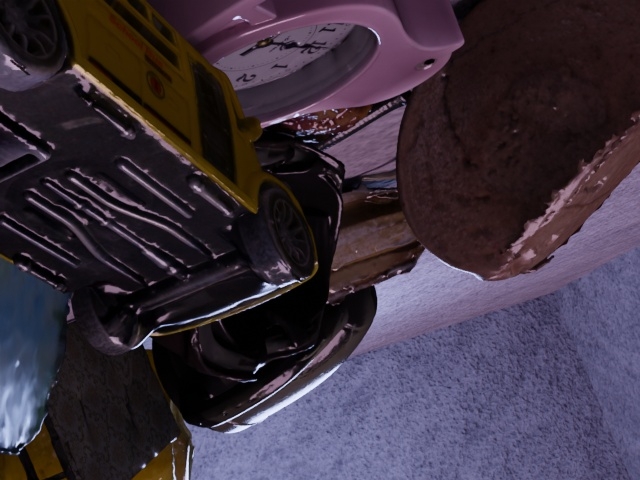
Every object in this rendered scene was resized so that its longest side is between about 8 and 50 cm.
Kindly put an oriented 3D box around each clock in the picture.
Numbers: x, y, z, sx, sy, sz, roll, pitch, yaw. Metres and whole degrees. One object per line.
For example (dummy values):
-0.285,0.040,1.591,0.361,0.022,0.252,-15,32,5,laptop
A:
-0.060,-0.128,0.782,0.290,0.080,0.275,-28,165,36,clock

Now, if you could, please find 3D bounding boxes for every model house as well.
-0.334,0.031,0.799,0.241,0.226,0.261,10,165,2,model house

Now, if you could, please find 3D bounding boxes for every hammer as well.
-0.011,-0.099,1.111,0.246,0.029,0.103,-28,166,27,hammer

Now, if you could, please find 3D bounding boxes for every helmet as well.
-0.105,0.000,0.985,0.177,0.225,0.305,14,-176,25,helmet

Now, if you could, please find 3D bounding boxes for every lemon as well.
-0.387,0.352,1.785,0.364,0.364,0.364,-19,168,-4,lemon

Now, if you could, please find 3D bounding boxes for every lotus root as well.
0.001,0.000,1.374,0.329,0.167,0.078,-15,-150,-22,lotus root

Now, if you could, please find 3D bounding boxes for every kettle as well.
-0.073,0.140,1.502,0.324,0.228,0.321,-33,-167,32,kettle

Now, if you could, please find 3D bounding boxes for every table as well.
-0.393,0.249,1.389,0.272,0.222,0.335,-23,180,11,table

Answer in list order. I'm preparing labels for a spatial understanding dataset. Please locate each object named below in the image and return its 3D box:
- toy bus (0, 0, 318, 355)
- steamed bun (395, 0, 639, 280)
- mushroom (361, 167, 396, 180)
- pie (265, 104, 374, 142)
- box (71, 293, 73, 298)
-0.135,-0.063,0.561,0.144,0.152,0.330,-22,146,20,toy bus
0.194,-0.115,0.970,0.301,0.199,0.251,-52,165,19,steamed bun
0.195,-0.124,1.290,0.306,0.043,0.068,-15,137,4,mushroom
-0.006,-0.123,0.991,0.092,0.034,0.170,-30,166,23,pie
-0.351,0.066,1.210,0.103,0.055,0.243,-8,162,-44,box
